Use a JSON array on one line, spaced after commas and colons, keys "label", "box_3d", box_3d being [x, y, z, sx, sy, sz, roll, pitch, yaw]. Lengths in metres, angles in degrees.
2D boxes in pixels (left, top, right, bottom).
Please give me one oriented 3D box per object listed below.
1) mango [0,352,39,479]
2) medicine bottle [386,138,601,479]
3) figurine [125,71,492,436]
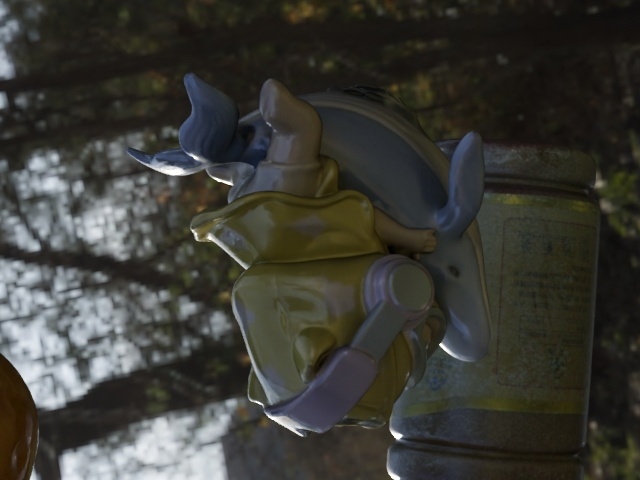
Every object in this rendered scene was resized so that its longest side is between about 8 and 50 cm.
[{"label": "mango", "box_3d": [-0.275, 0.115, 0.922, 0.236, 0.136, 0.166, -17, 112, 54]}, {"label": "medicine bottle", "box_3d": [0.132, 0.090, 1.117, 0.151, 0.151, 0.322, 49, -134, -84]}, {"label": "figurine", "box_3d": [0.000, 0.000, 0.728, 0.128, 0.208, 0.184, -40, 22, 58]}]
